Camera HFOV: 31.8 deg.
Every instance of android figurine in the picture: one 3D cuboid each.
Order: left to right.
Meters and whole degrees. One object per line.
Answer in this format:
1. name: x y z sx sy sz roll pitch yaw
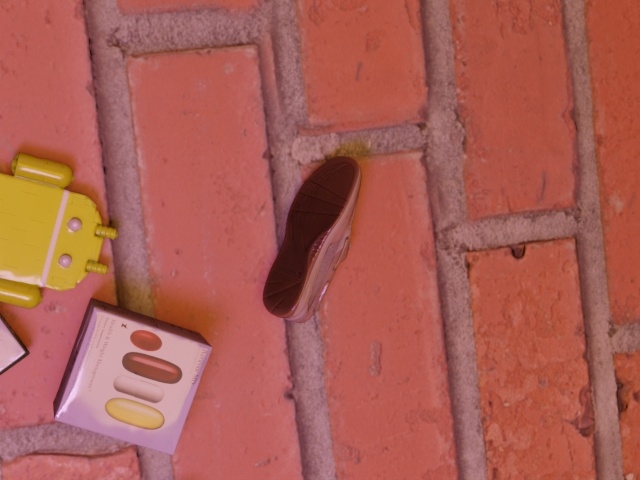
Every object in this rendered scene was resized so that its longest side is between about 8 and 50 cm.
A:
1. android figurine: -0.475 -0.013 1.852 0.272 0.056 0.248 17 90 -14

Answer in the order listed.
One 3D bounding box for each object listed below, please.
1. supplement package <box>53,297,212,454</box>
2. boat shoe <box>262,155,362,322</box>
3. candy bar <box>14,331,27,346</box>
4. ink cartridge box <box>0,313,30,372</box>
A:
1. supplement package: -0.314 0.223 1.862 0.203 0.149 0.194 19 89 -14
2. boat shoe: 0.000 0.000 1.964 0.098 0.109 0.302 26 86 -55
3. candy bar: -0.567 0.199 1.861 0.161 0.018 0.040 -25 100 -11
4. ink cartridge box: -0.589 0.201 1.814 0.209 0.062 0.109 -37 89 -11
